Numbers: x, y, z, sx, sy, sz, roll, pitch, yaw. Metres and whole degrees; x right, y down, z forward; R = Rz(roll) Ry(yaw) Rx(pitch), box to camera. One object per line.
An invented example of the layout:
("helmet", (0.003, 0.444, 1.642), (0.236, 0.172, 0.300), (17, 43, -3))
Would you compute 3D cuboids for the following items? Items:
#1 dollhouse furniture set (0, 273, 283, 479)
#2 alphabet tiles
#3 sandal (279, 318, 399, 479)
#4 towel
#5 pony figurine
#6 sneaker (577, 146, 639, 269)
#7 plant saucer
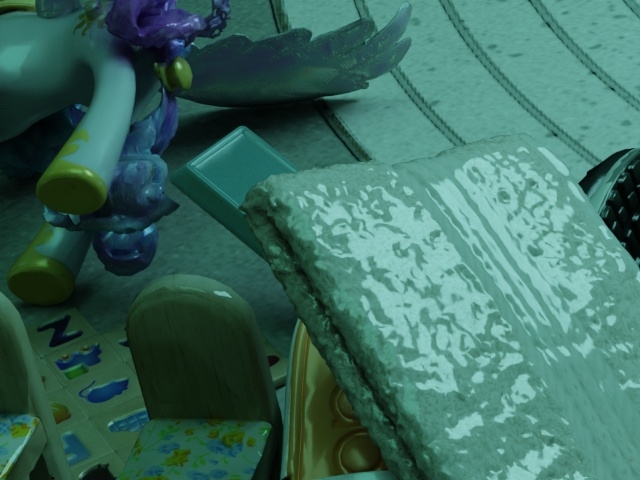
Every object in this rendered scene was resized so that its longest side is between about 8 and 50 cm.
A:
("dollhouse furniture set", (-0.250, 0.131, 0.800), (0.394, 0.256, 0.362), (0, 35, 18))
("alphabet tiles", (-0.142, 0.097, 1.074), (0.237, 0.009, 0.198), (-22, 33, -20))
("sandal", (0.015, 0.116, 0.858), (0.102, 0.076, 0.265), (-11, 55, 6))
("towel", (0.098, 0.068, 0.849), (0.187, 0.049, 0.282), (-11, 59, -39))
("pony figurine", (-0.149, -0.134, 1.248), (0.351, 0.303, 0.363), (-6, 45, 23))
("sneaker", (0.107, 0.030, 1.024), (0.124, 0.107, 0.283), (3, 33, 31))
("plant saucer", (0.000, 0.000, 1.096), (0.192, 0.018, 0.067), (39, 50, 17))
